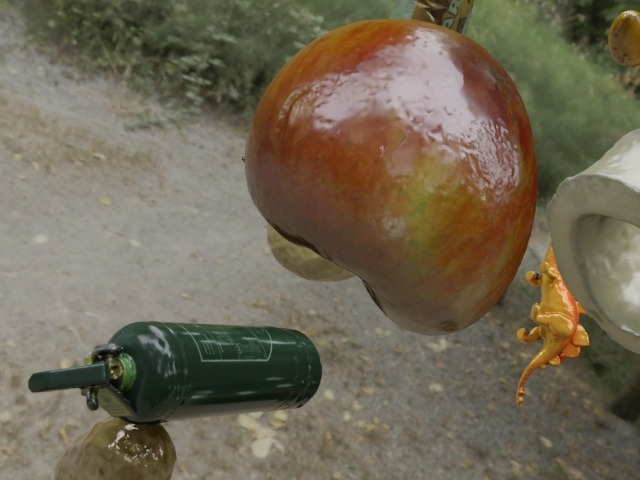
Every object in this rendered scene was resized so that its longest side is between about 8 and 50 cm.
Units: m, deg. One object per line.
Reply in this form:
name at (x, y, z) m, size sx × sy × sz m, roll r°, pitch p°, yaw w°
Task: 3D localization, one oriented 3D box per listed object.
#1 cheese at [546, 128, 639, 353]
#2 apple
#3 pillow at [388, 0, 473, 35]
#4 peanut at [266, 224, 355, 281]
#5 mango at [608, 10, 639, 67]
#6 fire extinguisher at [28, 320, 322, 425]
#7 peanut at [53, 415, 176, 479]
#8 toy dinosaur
cheese at (0.459, 0.020, 1.034) m, size 0.153 × 0.292 × 0.332 m, roll -37°, pitch 31°, yaw -23°
apple at (0.050, -0.042, 0.517) m, size 0.195 × 0.160 × 0.173 m, roll 37°, pitch 51°, yaw -9°
pillow at (0.192, -0.381, 1.484) m, size 0.119 × 0.310 × 0.312 m, roll 26°, pitch 10°, yaw 15°
peanut at (0.000, 0.000, 1.163) m, size 0.159 × 0.109 × 0.141 m, roll 19°, pitch 7°, yaw 26°
mango at (0.550, -0.358, 1.474) m, size 0.114 × 0.079 × 0.057 m, roll 61°, pitch 11°, yaw -45°
fire extinguisher at (-0.127, 0.130, 0.821) m, size 0.115 × 0.095 × 0.311 m, roll -12°, pitch -13°, yaw 30°
peanut at (-0.218, 0.242, 0.866) m, size 0.095 × 0.226 × 0.108 m, roll -35°, pitch 92°, yaw -39°
toy dinosaur at (0.377, 0.129, 1.319) m, size 0.117 × 0.288 × 0.070 m, roll 11°, pitch -7°, yaw -12°
